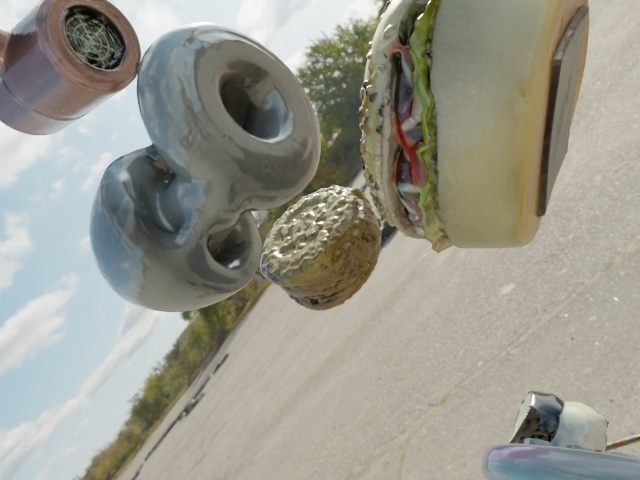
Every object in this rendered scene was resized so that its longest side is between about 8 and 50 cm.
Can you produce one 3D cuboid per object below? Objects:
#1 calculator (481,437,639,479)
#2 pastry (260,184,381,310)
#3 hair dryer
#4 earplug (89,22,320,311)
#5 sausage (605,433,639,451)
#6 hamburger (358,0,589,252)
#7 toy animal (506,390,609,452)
[{"bbox_3d":[0.248,0.167,0.266,0.185,0.299,0.041,52,-132,-50],"label":"calculator"},{"bbox_3d":[0.000,0.000,0.853,0.240,0.132,0.235,1,60,44],"label":"pastry"},{"bbox_3d":[-0.409,-0.240,0.520,0.210,0.353,0.125,-9,75,39],"label":"hair dryer"},{"bbox_3d":[-0.125,-0.076,0.512,0.175,0.214,0.325,14,78,58],"label":"earplug"},{"bbox_3d":[0.637,0.427,0.991,0.100,0.015,0.015,-35,11,28],"label":"sausage"},{"bbox_3d":[0.152,-0.133,0.474,0.300,0.176,0.300,-25,-59,-50],"label":"hamburger"},{"bbox_3d":[0.511,0.415,1.010,0.166,0.179,0.138,-52,-35,-38],"label":"toy animal"}]
